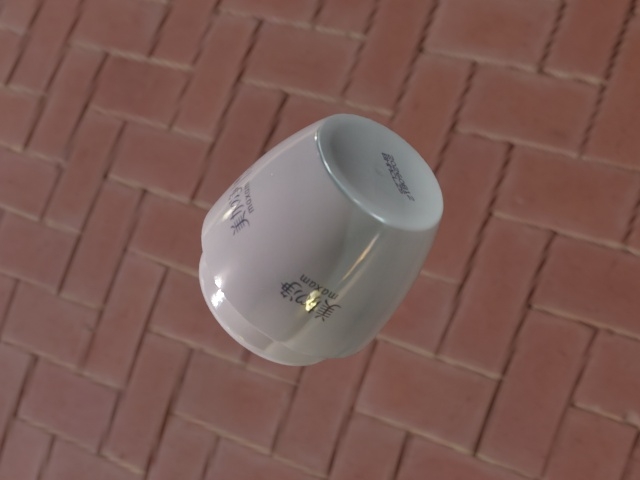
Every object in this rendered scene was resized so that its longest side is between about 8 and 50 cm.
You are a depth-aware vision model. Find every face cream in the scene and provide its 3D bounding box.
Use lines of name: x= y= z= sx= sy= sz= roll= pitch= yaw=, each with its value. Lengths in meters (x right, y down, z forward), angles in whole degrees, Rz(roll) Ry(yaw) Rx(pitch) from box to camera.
face cream: x=0.000 y=0.000 z=0.639 sx=0.095 sy=0.091 sz=0.091 roll=-50 pitch=50 yaw=35
